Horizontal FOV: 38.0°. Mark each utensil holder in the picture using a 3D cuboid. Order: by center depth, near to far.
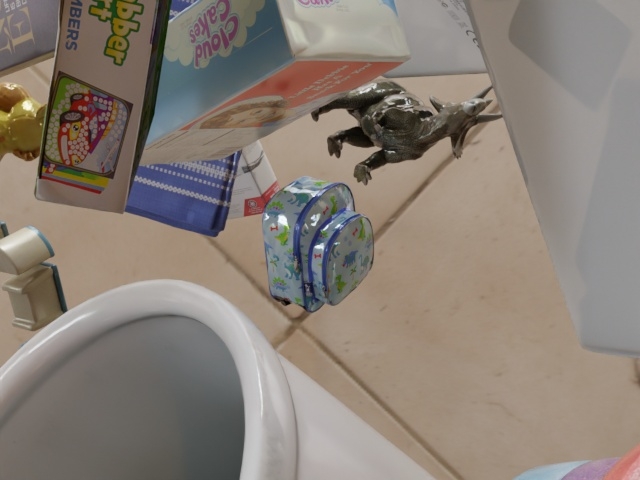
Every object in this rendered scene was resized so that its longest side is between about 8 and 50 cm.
[{"bbox_3d":[-0.053,0.265,0.661,0.385,0.328,0.327,45,74,-37],"label":"utensil holder"}]

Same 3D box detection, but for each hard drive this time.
[{"bbox_3d":[0.104,-0.270,1.020,0.233,0.353,0.047,40,77,-27],"label":"hard drive"}]

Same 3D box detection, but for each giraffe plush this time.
[{"bbox_3d":[-0.486,-0.172,1.399,0.170,0.181,0.210,-28,111,-26],"label":"giraffe plush"}]

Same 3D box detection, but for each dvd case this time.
[{"bbox_3d":[-0.253,-0.212,0.716,0.018,0.221,0.164,-13,97,-43],"label":"dvd case"}]

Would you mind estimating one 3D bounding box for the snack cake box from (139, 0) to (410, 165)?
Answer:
[{"bbox_3d":[-0.072,-0.149,0.824,0.152,0.264,0.089,-10,82,-48],"label":"snack cake box"}]

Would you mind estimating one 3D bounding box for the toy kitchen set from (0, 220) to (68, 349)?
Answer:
[{"bbox_3d":[-0.418,0.068,1.308,0.122,0.166,0.207,-37,128,-48],"label":"toy kitchen set"}]

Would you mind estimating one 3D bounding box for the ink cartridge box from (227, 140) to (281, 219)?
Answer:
[{"bbox_3d":[-0.131,-0.107,1.439,0.056,0.099,0.135,-49,123,-48],"label":"ink cartridge box"}]

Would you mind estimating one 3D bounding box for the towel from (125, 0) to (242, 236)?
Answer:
[{"bbox_3d":[-0.195,-0.192,1.204,0.243,0.040,0.336,15,94,15],"label":"towel"}]

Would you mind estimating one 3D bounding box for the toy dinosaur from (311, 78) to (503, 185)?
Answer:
[{"bbox_3d":[0.086,-0.163,1.246,0.160,0.313,0.121,-21,121,-32],"label":"toy dinosaur"}]

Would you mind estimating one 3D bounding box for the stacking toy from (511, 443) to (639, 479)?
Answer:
[{"bbox_3d":[0.135,0.244,0.328,0.309,0.130,0.279,54,46,-1],"label":"stacking toy"}]

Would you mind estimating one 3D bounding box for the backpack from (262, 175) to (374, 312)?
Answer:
[{"bbox_3d":[0.000,0.000,0.896,0.105,0.084,0.114,-41,132,-41],"label":"backpack"}]

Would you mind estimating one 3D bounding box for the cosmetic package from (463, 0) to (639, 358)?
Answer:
[{"bbox_3d":[0.225,-0.174,0.580,0.230,0.161,0.453,-23,98,-24],"label":"cosmetic package"}]

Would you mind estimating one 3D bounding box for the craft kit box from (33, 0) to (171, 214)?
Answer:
[{"bbox_3d":[-0.118,-0.172,0.579,0.061,0.250,0.246,12,109,-10],"label":"craft kit box"}]
